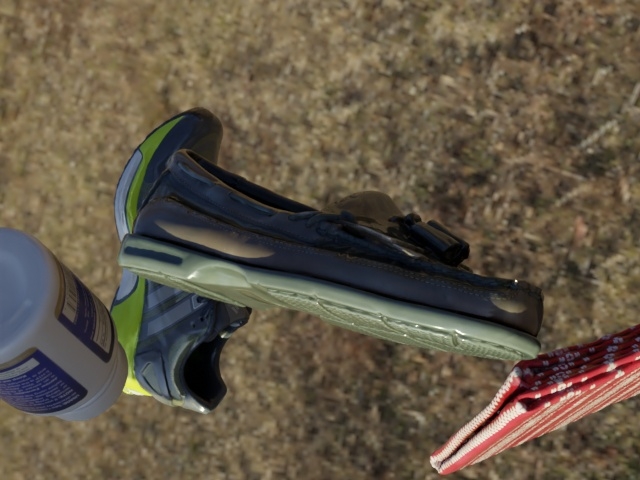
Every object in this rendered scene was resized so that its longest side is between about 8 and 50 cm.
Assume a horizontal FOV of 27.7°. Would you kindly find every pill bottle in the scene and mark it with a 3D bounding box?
[{"bbox_3d":[-0.225,0.076,1.031,0.112,0.186,0.112,-6,63,12],"label":"pill bottle"}]

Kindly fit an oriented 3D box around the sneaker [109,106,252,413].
[{"bbox_3d":[-0.115,0.023,1.183,0.121,0.111,0.300,23,120,27],"label":"sneaker"}]

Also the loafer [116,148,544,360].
[{"bbox_3d":[0.000,0.000,0.695,0.268,0.096,0.084,10,80,36],"label":"loafer"}]

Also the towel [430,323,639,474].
[{"bbox_3d":[0.208,0.065,0.789,0.199,0.275,0.031,111,137,-68],"label":"towel"}]
